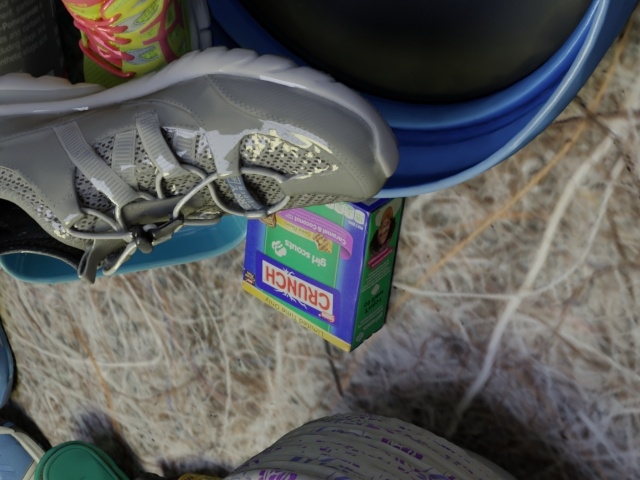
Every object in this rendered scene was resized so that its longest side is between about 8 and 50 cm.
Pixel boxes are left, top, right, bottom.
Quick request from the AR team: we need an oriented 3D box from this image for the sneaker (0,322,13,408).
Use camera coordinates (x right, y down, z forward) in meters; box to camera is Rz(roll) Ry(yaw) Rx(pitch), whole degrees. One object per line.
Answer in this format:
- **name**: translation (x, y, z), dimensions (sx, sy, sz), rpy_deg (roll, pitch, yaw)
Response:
- **sneaker**: translation (-0.282, 0.076, 1.376), dimensions (0.053, 0.059, 0.144), rpy_deg (15, 125, 37)

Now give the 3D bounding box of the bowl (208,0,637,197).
- **bowl**: translation (0.006, -0.215, 0.905), dimensions (0.391, 0.077, 0.391), rpy_deg (24, 129, 33)

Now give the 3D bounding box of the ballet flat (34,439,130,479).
- **ballet flat**: translation (-0.129, 0.258, 1.335), dimensions (0.247, 0.083, 0.087), rpy_deg (51, 163, 9)

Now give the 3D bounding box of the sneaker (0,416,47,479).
- **sneaker**: translation (-0.244, 0.238, 1.420), dimensions (0.080, 0.081, 0.211), rpy_deg (-13, 104, 48)

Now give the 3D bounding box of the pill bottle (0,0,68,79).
- **pill bottle**: translation (-0.264, -0.187, 1.110), dimensions (0.176, 0.176, 0.319), rpy_deg (16, 124, 38)

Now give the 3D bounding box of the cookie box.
- **cookie box**: translation (0.000, 0.000, 1.068), dimensions (0.091, 0.040, 0.107), rpy_deg (29, 132, 28)

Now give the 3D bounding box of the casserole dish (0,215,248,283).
- **casserole dish**: translation (-0.127, -0.037, 1.100), dimensions (0.037, 0.188, 0.114), rpy_deg (-112, 14, -62)

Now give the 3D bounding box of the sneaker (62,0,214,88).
- **sneaker**: translation (-0.109, -0.134, 0.937), dimensions (0.081, 0.094, 0.209), rpy_deg (33, 135, 24)

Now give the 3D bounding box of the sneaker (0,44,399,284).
- **sneaker**: translation (-0.090, -0.024, 0.924), dimensions (0.281, 0.115, 0.105), rpy_deg (-3, 147, 27)

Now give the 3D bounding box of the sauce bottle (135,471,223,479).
- **sauce bottle**: translation (-0.086, 0.189, 1.265), dimensions (0.128, 0.042, 0.042), rpy_deg (3, 116, 41)

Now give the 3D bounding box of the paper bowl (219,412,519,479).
- **paper bowl**: translation (0.056, 0.237, 1.075), dimensions (0.284, 0.148, 0.284), rpy_deg (24, 129, 33)
